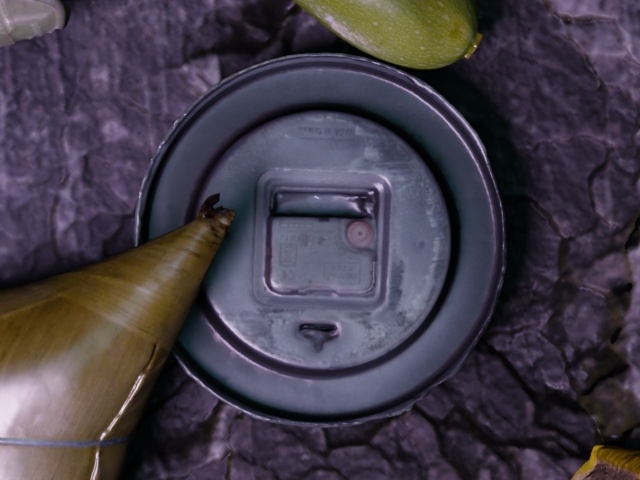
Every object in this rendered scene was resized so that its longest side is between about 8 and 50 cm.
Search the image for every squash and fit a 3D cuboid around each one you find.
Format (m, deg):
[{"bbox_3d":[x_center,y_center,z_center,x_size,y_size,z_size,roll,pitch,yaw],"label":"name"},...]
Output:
[{"bbox_3d":[-0.038,-0.222,1.130,0.341,0.094,0.094,45,88,-2],"label":"squash"}]

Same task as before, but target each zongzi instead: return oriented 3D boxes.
[{"bbox_3d":[-0.196,0.049,1.088,0.228,0.115,0.256,26,102,1],"label":"zongzi"}]

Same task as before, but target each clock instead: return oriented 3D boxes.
[{"bbox_3d":[0.000,0.000,1.142,0.226,0.049,0.226,0,89,0],"label":"clock"}]

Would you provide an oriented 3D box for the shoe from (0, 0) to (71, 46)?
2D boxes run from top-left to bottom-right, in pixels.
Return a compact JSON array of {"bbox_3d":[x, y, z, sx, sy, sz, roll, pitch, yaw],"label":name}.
[{"bbox_3d":[-0.206,-0.249,1.120,0.149,0.109,0.293,-2,91,-5],"label":"shoe"}]

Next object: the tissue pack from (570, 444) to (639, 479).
[{"bbox_3d":[0.247,0.235,1.066,0.271,0.192,0.134,35,89,0],"label":"tissue pack"}]
